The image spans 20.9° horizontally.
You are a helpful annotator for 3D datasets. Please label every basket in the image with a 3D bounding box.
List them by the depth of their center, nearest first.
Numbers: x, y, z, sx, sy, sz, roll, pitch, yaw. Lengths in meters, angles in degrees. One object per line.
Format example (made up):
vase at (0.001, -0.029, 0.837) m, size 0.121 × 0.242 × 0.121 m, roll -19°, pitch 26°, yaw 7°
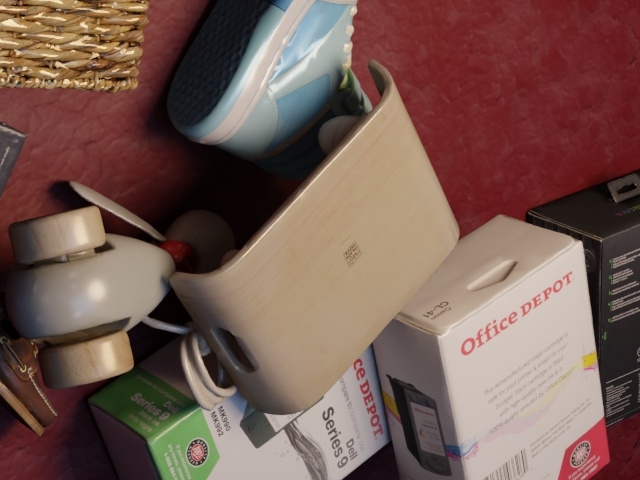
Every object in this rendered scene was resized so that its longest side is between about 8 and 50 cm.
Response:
basket at (-0.291, -0.255, 1.411) m, size 0.299 × 0.213 × 0.223 m, roll -5°, pitch 115°, yaw -45°

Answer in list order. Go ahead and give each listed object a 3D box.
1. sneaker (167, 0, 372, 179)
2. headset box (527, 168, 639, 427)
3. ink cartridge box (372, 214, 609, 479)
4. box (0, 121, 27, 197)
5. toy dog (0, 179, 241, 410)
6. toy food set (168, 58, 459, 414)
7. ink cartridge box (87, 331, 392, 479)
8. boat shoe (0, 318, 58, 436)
sneaker at (0.002, -0.206, 1.753) m, size 0.208 × 0.127 × 0.319 m, roll 32°, pitch 94°, yaw -41°
headset box at (0.387, 0.058, 2.176) m, size 0.246 × 0.131 × 0.283 m, roll -20°, pitch 119°, yaw -33°
ink cartridge box at (0.188, 0.159, 1.894) m, size 0.226 × 0.131 × 0.306 m, roll -31°, pitch 122°, yaw -32°
box at (-0.383, -0.067, 1.484) m, size 0.207 × 0.108 × 0.153 m, roll 24°, pitch 91°, yaw -43°
toy dog at (-0.213, 0.044, 1.630) m, size 0.333 × 0.161 × 0.220 m, roll 25°, pitch 61°, yaw -63°
toy food set at (0.000, 0.000, 1.701) m, size 0.306 × 0.092 × 0.220 m, roll -47°, pitch 137°, yaw -19°
ink cartridge box at (-0.074, 0.186, 1.838) m, size 0.289 × 0.121 × 0.211 m, roll -36°, pitch 127°, yaw -26°
boat shoe at (-0.304, 0.102, 1.642) m, size 0.073 × 0.073 × 0.207 m, roll -46°, pitch 130°, yaw -15°
